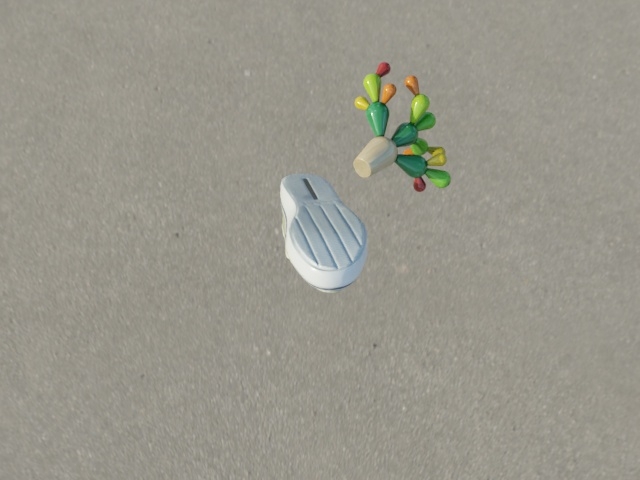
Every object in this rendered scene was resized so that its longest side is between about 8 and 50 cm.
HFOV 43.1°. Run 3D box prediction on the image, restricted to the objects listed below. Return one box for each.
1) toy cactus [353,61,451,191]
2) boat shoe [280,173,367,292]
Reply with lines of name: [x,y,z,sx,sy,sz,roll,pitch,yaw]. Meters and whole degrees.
toy cactus: [0.112,-0.158,1.274,0.180,0.112,0.219,-39,107,-34]
boat shoe: [0.000,0.000,1.138,0.109,0.094,0.302,-3,27,-7]
